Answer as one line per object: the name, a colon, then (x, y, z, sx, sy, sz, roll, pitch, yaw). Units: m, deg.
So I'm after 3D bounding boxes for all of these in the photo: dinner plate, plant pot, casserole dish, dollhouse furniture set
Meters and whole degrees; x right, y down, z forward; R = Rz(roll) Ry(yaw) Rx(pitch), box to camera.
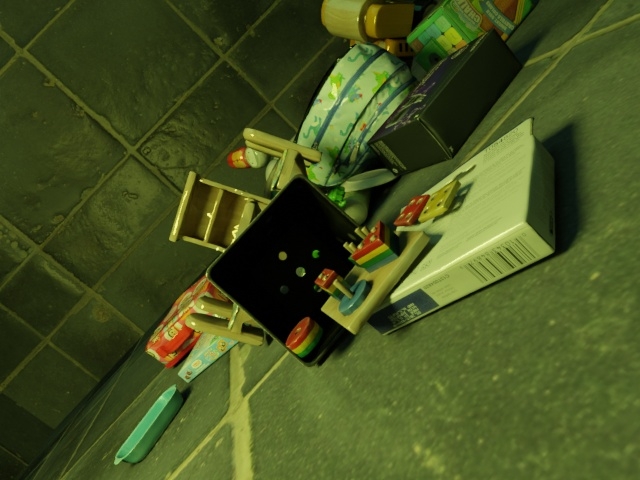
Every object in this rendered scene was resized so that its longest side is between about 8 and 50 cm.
dinner plate: (0.103, -0.134, 1.050, 0.141, 0.017, 0.141, -15, 14, 4)
plant pot: (-0.028, 0.044, 0.719, 0.187, 0.188, 0.167, -48, 1, -7)
casserole dish: (-0.352, 0.390, 1.020, 0.114, 0.037, 0.188, -33, 17, 49)
dollhouse furniture set: (-0.191, -0.035, 1.017, 0.394, 0.256, 0.362, -143, 70, -82)

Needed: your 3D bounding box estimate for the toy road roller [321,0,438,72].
toy road roller: (0.167, -0.561, 1.375, 0.329, 0.240, 0.202, -20, 38, -38)

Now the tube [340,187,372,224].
tube: (0.078, -0.095, 1.075, 0.240, 0.070, 0.062, -65, -19, -68)

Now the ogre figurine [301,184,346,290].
ogre figurine: (0.000, 0.000, 0.939, 0.097, 0.197, 0.118, -3, -5, -9)

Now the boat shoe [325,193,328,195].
boat shoe: (-0.032, -0.051, 1.260, 0.258, 0.095, 0.084, -19, 24, 43)

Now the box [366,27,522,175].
box: (0.237, -0.262, 0.948, 0.261, 0.103, 0.184, -50, 19, -18)

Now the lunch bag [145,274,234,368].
lunch bag: (-0.375, 0.229, 1.418, 0.293, 0.120, 0.258, -41, 14, 20)

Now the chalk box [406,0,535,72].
chalk box: (0.362, -0.536, 1.246, 0.289, 0.180, 0.179, -51, 12, -15)

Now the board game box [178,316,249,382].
board game box: (-0.234, 0.223, 1.150, 0.211, 0.039, 0.160, -42, 13, 25)

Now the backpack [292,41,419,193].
backpack: (0.078, -0.291, 1.167, 0.290, 0.273, 0.355, -37, -29, -46)

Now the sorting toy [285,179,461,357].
sorting toy: (0.053, 0.026, 0.573, 0.274, 0.046, 0.132, -51, 10, -7)

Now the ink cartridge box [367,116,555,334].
ink cartridge box: (0.159, -0.017, 0.558, 0.223, 0.045, 0.224, -38, 16, 42)

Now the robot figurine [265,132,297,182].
robot figurine: (-0.062, -0.274, 1.787, 0.353, 0.200, 0.300, -50, -8, -16)

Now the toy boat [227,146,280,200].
toy boat: (-0.103, -0.167, 1.350, 0.148, 0.318, 0.267, 0, 68, 48)
